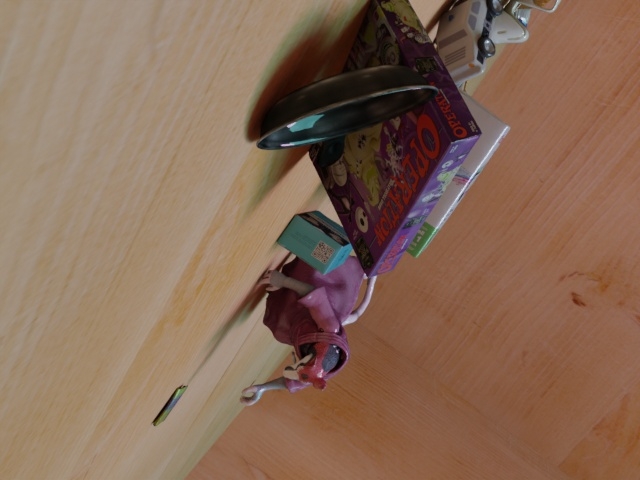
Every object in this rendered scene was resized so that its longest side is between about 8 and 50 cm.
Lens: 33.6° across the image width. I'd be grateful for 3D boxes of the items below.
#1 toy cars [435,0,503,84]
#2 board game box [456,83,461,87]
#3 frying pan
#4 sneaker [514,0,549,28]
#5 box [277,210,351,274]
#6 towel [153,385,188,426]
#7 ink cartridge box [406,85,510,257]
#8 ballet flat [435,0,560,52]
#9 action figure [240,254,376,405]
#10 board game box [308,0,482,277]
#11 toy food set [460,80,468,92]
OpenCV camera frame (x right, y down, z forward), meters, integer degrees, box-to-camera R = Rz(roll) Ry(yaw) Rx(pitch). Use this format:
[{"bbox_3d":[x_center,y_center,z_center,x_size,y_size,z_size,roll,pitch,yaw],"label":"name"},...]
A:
[{"bbox_3d":[0.299,-0.440,1.769,0.394,0.087,0.176,-53,-150,5],"label":"toy cars"},{"bbox_3d":[0.145,-0.189,1.996,0.224,0.097,0.303,-51,173,-21],"label":"board game box"},{"bbox_3d":[0.042,-0.138,1.165,0.197,0.053,0.326,-17,177,15],"label":"frying pan"},{"bbox_3d":[0.399,-0.522,2.135,0.296,0.111,0.131,130,-30,-69],"label":"sneaker"},{"bbox_3d":[0.000,0.000,1.898,0.060,0.100,0.244,-56,175,8],"label":"box"},{"bbox_3d":[-0.269,0.295,1.895,0.083,0.009,0.060,-55,174,5],"label":"towel"},{"bbox_3d":[0.211,-0.121,1.873,0.278,0.117,0.201,-56,174,10],"label":"ink cartridge box"},{"bbox_3d":[0.358,-0.436,1.900,0.342,0.124,0.116,-47,169,14],"label":"ballet flat"},{"bbox_3d":[-0.004,0.179,1.991,0.370,0.275,0.248,-106,-152,-62],"label":"action figure"},{"bbox_3d":[0.078,-0.118,1.314,0.056,0.208,0.347,-21,159,-23],"label":"board game box"},{"bbox_3d":[0.297,-0.294,2.140,0.220,0.092,0.306,144,-41,-87],"label":"toy food set"}]
